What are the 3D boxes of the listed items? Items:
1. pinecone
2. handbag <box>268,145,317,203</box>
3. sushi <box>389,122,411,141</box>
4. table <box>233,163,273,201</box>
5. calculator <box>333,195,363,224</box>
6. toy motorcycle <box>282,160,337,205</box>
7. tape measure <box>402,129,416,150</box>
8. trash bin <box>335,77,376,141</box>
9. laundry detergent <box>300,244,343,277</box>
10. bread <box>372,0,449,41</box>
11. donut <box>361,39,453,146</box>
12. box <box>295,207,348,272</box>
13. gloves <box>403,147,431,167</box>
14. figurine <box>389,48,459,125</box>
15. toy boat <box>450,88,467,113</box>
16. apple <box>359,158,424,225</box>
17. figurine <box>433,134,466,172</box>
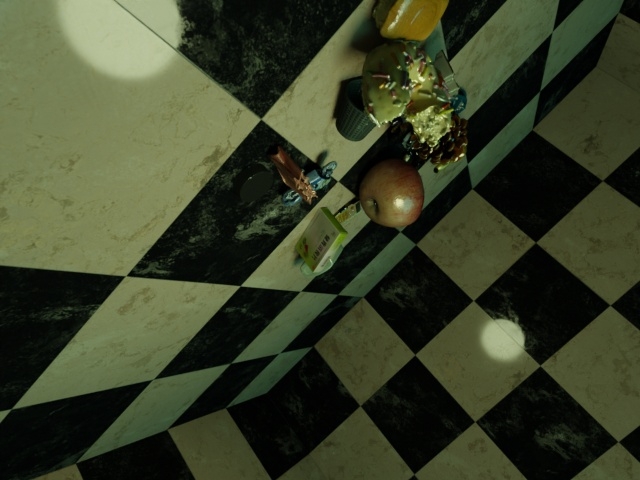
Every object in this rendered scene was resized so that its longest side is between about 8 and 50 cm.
[{"bbox_3d":[0.514,-0.459,1.819,0.264,0.264,0.264,-35,157,-17],"label":"pinecone"},{"bbox_3d":[-0.090,-0.217,1.429,0.059,0.157,0.212,-42,159,-2],"label":"handbag"},{"bbox_3d":[0.354,-0.495,1.762,0.192,0.040,0.210,-42,-173,12],"label":"sushi"},{"bbox_3d":[-0.225,-0.192,1.403,0.133,0.043,0.133,-35,157,-17],"label":"table"},{"bbox_3d":[0.145,-0.146,2.127,0.236,0.033,0.157,-37,158,-8],"label":"calculator"},{"bbox_3d":[-0.040,-0.218,1.611,0.254,0.092,0.135,-33,167,-1],"label":"toy motorcycle"},{"bbox_3d":[0.427,-0.473,1.968,0.091,0.054,0.094,-49,163,6],"label":"tape measure"},{"bbox_3d":[0.132,-0.434,1.426,0.175,0.175,0.161,-27,167,-33],"label":"trash bin"},{"bbox_3d":[0.018,0.068,2.167,0.214,0.105,0.280,-33,-168,29],"label":"laundry detergent"},{"bbox_3d":[0.265,-0.681,1.230,0.245,0.121,0.174,-22,149,-45],"label":"bread"},{"bbox_3d":[0.278,-0.476,1.321,0.371,0.308,0.150,6,160,-43],"label":"donut"},{"bbox_3d":[-0.001,0.000,1.949,0.062,0.175,0.261,-2,135,-46],"label":"box"},{"bbox_3d":[0.497,-0.439,2.085,0.164,0.124,0.204,-8,136,-25],"label":"gloves"},{"bbox_3d":[0.358,-0.541,1.539,0.308,0.308,0.143,-51,-163,21],"label":"figurine"},{"bbox_3d":[0.627,-0.639,1.956,0.298,0.092,0.134,-12,140,-51],"label":"toy boat"},{"bbox_3d":[0.323,-0.211,1.947,0.269,0.345,0.345,-12,150,-14],"label":"apple"},{"bbox_3d":[0.672,-0.491,2.189,0.218,0.169,0.326,-65,153,-7],"label":"figurine"}]
